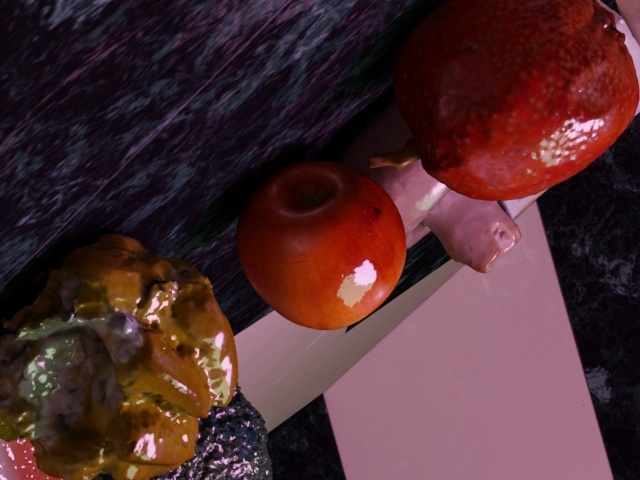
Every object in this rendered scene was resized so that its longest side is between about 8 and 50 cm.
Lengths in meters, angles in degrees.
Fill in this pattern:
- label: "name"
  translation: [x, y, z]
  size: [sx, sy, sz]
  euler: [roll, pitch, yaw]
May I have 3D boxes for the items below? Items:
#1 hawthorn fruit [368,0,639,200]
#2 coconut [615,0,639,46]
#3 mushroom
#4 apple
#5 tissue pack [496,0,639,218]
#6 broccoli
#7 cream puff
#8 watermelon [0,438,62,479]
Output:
- label: "hawthorn fruit"
  translation: [0.154, -0.130, 1.587]
  size: [0.253, 0.205, 0.205]
  euler: [-32, 174, 16]
- label: "coconut"
  translation: [0.448, -0.272, 2.130]
  size: [0.171, 0.171, 0.183]
  euler: [-40, 128, -3]
- label: "mushroom"
  translation: [0.121, -0.052, 1.789]
  size: [0.204, 0.204, 0.204]
  euler: [-40, 172, -7]
- label: "apple"
  translation: [0.000, 0.000, 1.652]
  size: [0.163, 0.163, 0.139]
  euler: [-39, 135, -15]
- label: "tissue pack"
  translation: [0.245, -0.171, 2.039]
  size: [0.229, 0.145, 0.159]
  euler: [-42, 139, 0]
- label: "broccoli"
  translation: [-0.195, 0.270, 1.995]
  size: [0.297, 0.298, 0.297]
  euler: [-15, -177, 25]
- label: "cream puff"
  translation: [-0.161, 0.103, 1.421]
  size: [0.221, 0.195, 0.194]
  euler: [-42, 172, 31]
- label: "watermelon"
  translation: [-0.284, 0.202, 1.656]
  size: [0.193, 0.140, 0.256]
  euler: [-37, -177, 36]
